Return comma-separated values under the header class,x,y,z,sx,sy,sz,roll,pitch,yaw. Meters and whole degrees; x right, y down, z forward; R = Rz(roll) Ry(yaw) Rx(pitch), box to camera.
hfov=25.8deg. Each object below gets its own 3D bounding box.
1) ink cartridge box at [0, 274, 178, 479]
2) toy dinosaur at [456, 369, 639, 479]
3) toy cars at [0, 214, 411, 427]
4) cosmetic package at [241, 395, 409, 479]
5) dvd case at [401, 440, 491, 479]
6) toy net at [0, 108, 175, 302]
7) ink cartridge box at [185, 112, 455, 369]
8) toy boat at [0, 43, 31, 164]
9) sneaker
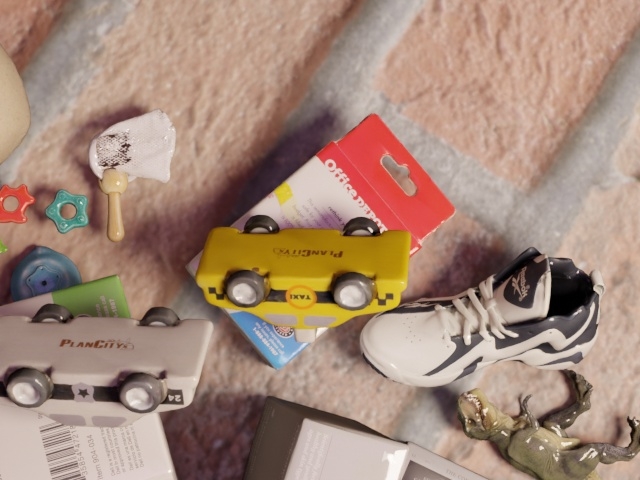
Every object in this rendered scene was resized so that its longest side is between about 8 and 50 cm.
class,x,y,z,sx,sy,sz,roll,pitch,yaw
ink cartridge box,-0.283,0.171,1.256,0.273,0.115,0.198,-15,70,-7
toy dinosaur,0.253,0.204,1.376,0.268,0.064,0.118,38,86,-8
toy cars,-0.097,0.078,1.206,0.394,0.176,0.087,-23,128,-26
cosmetic package,-0.005,0.217,1.249,0.107,0.238,0.127,17,84,-6
dvd case,0.113,0.339,1.347,0.179,0.029,0.238,26,78,-3
toy net,-0.233,-0.039,1.338,0.122,0.045,0.232,38,81,-1
ink cartridge box,0.000,0.000,1.345,0.231,0.078,0.134,-40,92,-8
toy boat,-0.378,-0.198,1.292,0.268,0.148,0.318,17,92,-1
sneaker,0.160,0.063,1.312,0.235,0.153,0.094,2,55,-7
